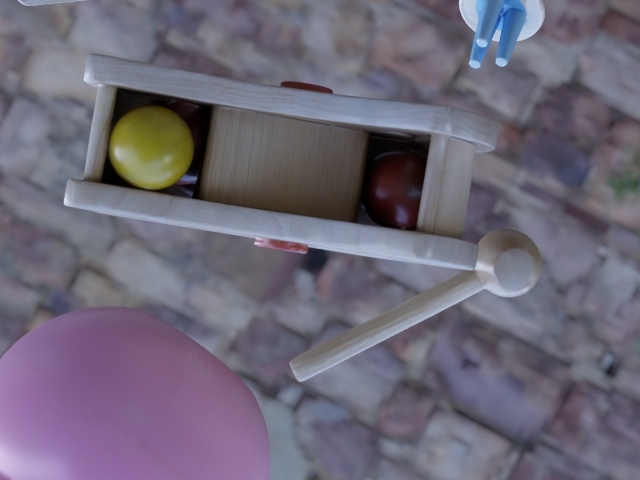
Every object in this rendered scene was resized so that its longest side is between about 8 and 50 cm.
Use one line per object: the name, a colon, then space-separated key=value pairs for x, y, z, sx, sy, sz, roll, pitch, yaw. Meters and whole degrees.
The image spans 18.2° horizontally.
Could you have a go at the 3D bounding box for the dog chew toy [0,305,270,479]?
dog chew toy: x=-0.182 y=0.207 z=1.316 sx=0.206 sy=0.332 sz=0.206 roll=34 pitch=165 yaw=10

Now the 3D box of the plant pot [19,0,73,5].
plant pot: x=-0.163 y=-0.208 z=1.312 sx=0.109 sy=0.109 sz=0.096 roll=-5 pitch=-149 yaw=0

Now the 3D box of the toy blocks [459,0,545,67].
toy blocks: x=0.128 y=-0.179 z=1.185 sx=0.054 sy=0.148 sz=0.123 roll=25 pitch=140 yaw=-7

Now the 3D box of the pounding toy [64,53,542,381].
pounding toy: x=0.000 y=0.000 z=1.030 sx=0.269 sy=0.155 sz=0.154 roll=9 pitch=179 yaw=-12
